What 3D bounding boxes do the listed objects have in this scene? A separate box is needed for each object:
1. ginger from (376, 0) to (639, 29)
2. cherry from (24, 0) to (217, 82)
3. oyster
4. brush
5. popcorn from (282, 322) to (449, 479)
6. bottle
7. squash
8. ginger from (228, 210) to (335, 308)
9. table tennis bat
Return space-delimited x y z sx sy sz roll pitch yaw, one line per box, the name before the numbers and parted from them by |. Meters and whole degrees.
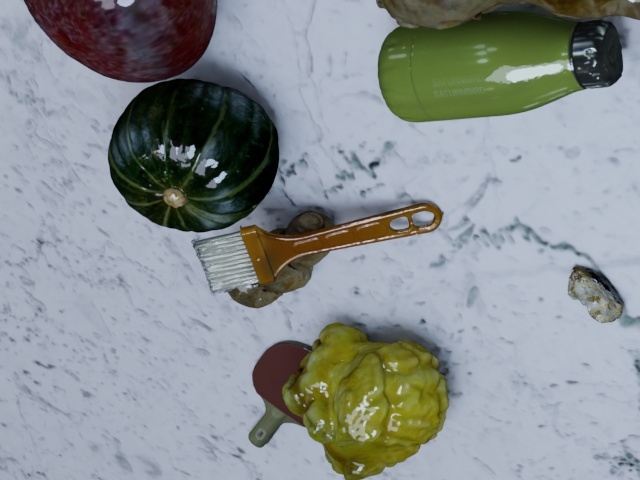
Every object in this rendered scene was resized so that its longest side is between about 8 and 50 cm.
ginger | 0.196 -0.310 1.449 0.375 0.176 0.256 16 117 21
cherry | -0.229 -0.298 1.715 0.230 0.203 0.300 -3 137 33
oyster | 0.329 0.063 1.781 0.083 0.019 0.054 46 138 -11
brush | 0.000 0.000 1.852 0.314 0.017 0.090 -12 125 10
popcorn | 0.061 0.204 1.978 0.203 0.200 0.226 58 173 17
bottle | 0.194 -0.189 1.590 0.260 0.112 0.112 -2 124 34
squash | -0.156 -0.106 1.842 0.218 0.172 0.218 15 130 19
ginger | -0.055 0.026 1.951 0.204 0.080 0.104 -27 114 42
table tennis bat | -0.047 0.232 2.169 0.138 0.022 0.246 37 135 1
